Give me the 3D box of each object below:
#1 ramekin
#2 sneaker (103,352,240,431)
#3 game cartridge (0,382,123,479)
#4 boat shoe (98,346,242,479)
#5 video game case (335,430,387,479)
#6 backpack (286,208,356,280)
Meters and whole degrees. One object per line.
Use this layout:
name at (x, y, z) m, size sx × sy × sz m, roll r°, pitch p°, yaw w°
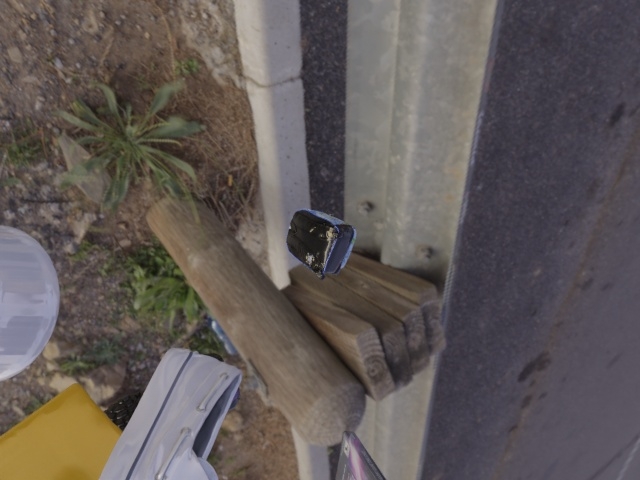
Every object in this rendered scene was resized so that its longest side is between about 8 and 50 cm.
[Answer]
ramekin at (-0.593, 0.101, 0.967) m, size 0.277 × 0.277 × 0.135 m, roll -49°, pitch 166°, yaw 1°
sneaker at (-0.283, 0.336, 1.095) m, size 0.283 × 0.107 × 0.124 m, roll -27°, pitch 120°, yaw -8°
game cartridge at (-0.269, 0.356, 0.618) m, size 0.052 × 0.323 × 0.285 m, roll -46°, pitch 176°, yaw 39°
boat shoe at (-0.129, 0.200, 0.496) m, size 0.084 × 0.258 × 0.095 m, roll 11°, pitch 135°, yaw 3°
video game case at (0.063, 0.440, 0.904) m, size 0.026 × 0.274 × 0.196 m, roll 9°, pitch 92°, yaw -12°
backpack at (0.000, 0.000, 1.050) m, size 0.084 × 0.114 × 0.105 m, roll 1°, pitch 114°, yaw -51°
